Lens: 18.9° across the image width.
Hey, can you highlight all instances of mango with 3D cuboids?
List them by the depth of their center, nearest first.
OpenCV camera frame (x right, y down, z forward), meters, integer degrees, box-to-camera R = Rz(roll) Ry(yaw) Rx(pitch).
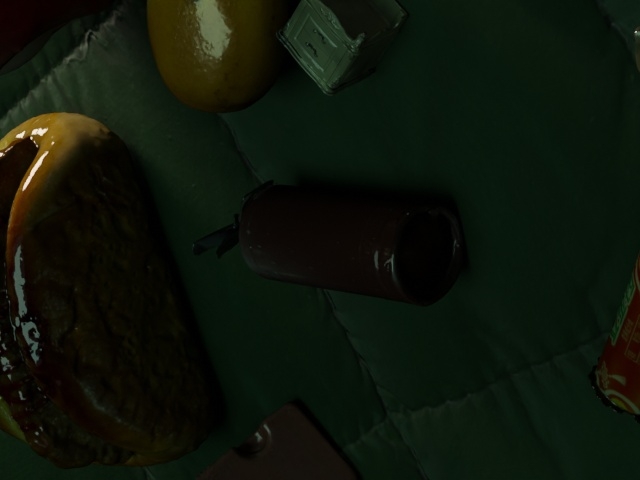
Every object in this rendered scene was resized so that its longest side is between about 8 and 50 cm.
[{"bbox_3d":[-0.090,-0.221,1.736,0.145,0.112,0.219,25,119,38],"label":"mango"}]

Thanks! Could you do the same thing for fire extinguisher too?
[{"bbox_3d":[0.000,0.000,1.774,0.269,0.105,0.105,9,120,46],"label":"fire extinguisher"}]

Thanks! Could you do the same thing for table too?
[{"bbox_3d":[0.018,-0.186,1.666,0.079,0.062,0.083,50,141,12],"label":"table"}]

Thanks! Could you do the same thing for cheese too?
[{"bbox_3d":[-0.069,0.285,2.043,0.128,0.203,0.177,47,172,11],"label":"cheese"}]

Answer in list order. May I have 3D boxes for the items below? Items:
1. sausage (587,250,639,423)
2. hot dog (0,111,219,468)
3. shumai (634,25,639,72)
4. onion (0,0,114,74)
[{"bbox_3d":[0.280,0.023,1.497,0.083,0.083,0.264,37,136,27],"label":"sausage"},{"bbox_3d":[-0.280,0.079,2.051,0.185,0.223,0.405,0,112,52],"label":"hot dog"},{"bbox_3d":[0.344,-0.142,1.143,0.217,0.283,0.346,-31,88,54],"label":"shumai"},{"bbox_3d":[-0.351,-0.271,1.814,0.341,0.341,0.341,28,132,35],"label":"onion"}]
